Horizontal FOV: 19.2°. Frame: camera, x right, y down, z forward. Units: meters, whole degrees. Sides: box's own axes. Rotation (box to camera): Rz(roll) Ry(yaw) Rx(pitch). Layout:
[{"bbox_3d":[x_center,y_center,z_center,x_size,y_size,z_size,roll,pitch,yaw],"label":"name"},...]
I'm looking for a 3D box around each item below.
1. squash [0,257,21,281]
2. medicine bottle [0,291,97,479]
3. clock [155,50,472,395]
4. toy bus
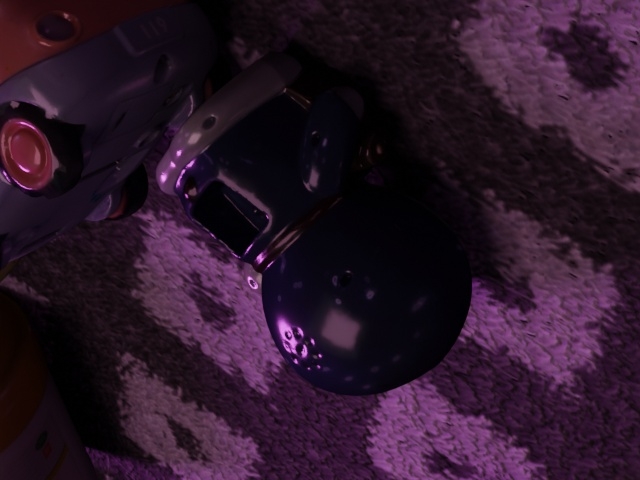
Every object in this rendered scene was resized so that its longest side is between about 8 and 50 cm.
[{"bbox_3d":[-0.446,-0.087,1.610,0.384,0.263,0.263,41,147,5],"label":"squash"},{"bbox_3d":[-0.363,0.201,1.866,0.238,0.238,0.232,15,138,36],"label":"medicine bottle"},{"bbox_3d":[0.000,0.000,1.353,0.243,0.146,0.199,49,143,5],"label":"clock"},{"bbox_3d":[-0.222,-0.116,1.397,0.232,0.194,0.288,52,133,10],"label":"toy bus"}]
